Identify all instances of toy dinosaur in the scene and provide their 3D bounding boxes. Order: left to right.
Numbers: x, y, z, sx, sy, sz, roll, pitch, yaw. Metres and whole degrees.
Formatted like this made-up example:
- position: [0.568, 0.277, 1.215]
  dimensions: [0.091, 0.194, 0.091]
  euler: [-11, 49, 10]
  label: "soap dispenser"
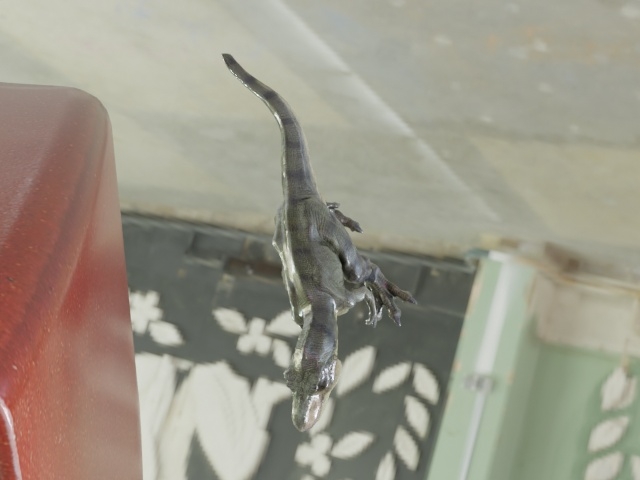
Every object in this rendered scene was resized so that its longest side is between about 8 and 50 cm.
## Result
- position: [0.000, 0.000, 0.812]
  dimensions: [0.064, 0.268, 0.118]
  euler: [-27, 149, 23]
  label: "toy dinosaur"

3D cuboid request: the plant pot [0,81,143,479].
- position: [-0.190, 0.069, 0.462]
  dimensions: [0.267, 0.235, 0.267]
  euler: [5, 123, 6]
  label: "plant pot"
